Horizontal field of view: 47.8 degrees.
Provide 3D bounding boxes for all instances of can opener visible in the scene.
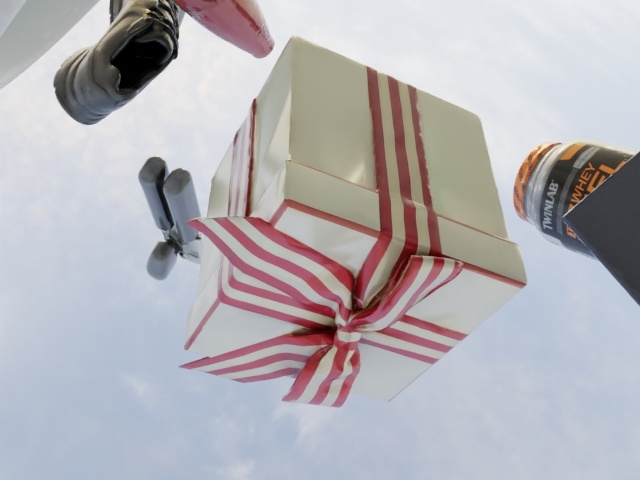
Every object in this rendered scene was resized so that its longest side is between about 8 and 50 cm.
[{"bbox_3d":[-0.208,-0.017,1.021,0.074,0.280,0.093,24,-116,6],"label":"can opener"}]

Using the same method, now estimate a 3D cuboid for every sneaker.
[{"bbox_3d":[-0.228,-0.272,0.952,0.109,0.130,0.286,43,-124,-40],"label":"sneaker"}]

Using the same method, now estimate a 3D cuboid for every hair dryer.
[{"bbox_3d":[-0.100,-0.355,0.870,0.080,0.293,0.223,20,-137,32],"label":"hair dryer"}]

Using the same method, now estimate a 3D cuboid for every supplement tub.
[{"bbox_3d":[0.488,-0.056,1.184,0.194,0.193,0.316,-28,-147,-28],"label":"supplement tub"}]

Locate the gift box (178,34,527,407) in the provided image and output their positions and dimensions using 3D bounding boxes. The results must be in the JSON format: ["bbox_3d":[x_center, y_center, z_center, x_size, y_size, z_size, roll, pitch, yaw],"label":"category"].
[{"bbox_3d":[0.000,0.000,0.683,0.276,0.255,0.258,14,-134,-18],"label":"gift box"}]

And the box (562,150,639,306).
[{"bbox_3d":[0.274,0.007,0.483,0.207,0.108,0.153,1,-131,-57],"label":"box"}]

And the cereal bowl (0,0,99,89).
[{"bbox_3d":[-0.171,-0.259,0.473,0.141,0.339,0.339,43,-123,-19],"label":"cereal bowl"}]
